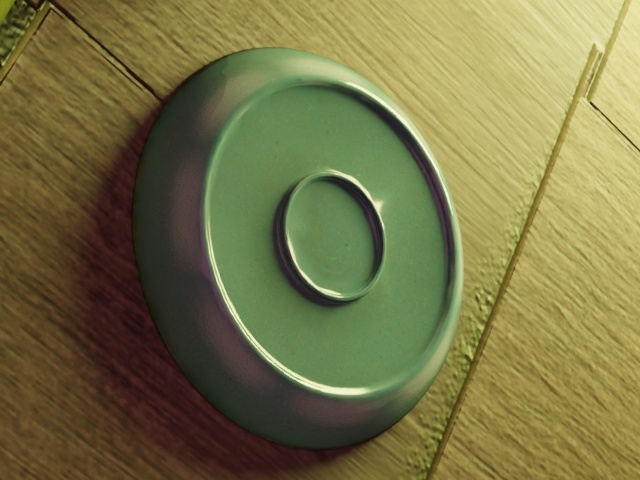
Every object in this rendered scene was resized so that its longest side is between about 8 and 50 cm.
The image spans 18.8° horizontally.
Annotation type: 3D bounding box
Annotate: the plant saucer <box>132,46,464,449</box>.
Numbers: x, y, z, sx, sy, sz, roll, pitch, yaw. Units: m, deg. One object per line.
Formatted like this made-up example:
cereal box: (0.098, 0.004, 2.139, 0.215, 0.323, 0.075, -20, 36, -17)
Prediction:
plant saucer: (0.000, 0.000, 1.484, 0.317, 0.043, 0.318, 12, 71, -37)

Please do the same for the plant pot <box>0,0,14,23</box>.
plant pot: (-0.357, -0.067, 1.095, 0.274, 0.275, 0.293, 29, 78, -31)
